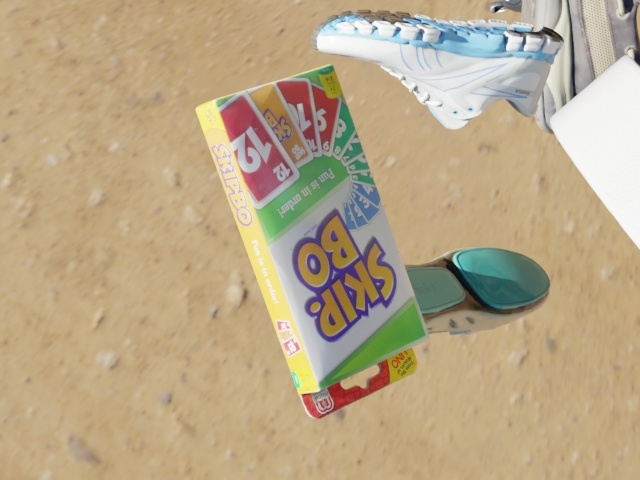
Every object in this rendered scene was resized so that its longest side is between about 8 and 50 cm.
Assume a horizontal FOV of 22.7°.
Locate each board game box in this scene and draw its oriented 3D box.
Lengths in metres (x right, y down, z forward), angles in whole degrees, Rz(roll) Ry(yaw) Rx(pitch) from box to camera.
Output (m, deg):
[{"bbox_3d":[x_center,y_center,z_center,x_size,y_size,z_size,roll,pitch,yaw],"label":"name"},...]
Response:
[{"bbox_3d":[0.000,0.000,1.253,0.039,0.124,0.259,-13,97,52],"label":"board game box"}]

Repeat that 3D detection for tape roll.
[{"bbox_3d":[0.298,0.046,1.036,0.072,0.392,0.392,-40,95,13],"label":"tape roll"}]

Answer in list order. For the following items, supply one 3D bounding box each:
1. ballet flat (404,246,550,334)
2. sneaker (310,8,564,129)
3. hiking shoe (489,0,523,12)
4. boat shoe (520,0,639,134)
[{"bbox_3d":[0.119,0.056,1.514,0.086,0.248,0.086,2,92,44],"label":"ballet flat"},{"bbox_3d":[0.085,-0.124,1.182,0.191,0.071,0.082,5,109,-13],"label":"sneaker"},{"bbox_3d":[0.230,-0.321,1.725,0.114,0.086,0.227,-3,140,4],"label":"hiking shoe"},{"bbox_3d":[0.247,-0.263,1.435,0.130,0.132,0.355,-6,128,0],"label":"boat shoe"}]
